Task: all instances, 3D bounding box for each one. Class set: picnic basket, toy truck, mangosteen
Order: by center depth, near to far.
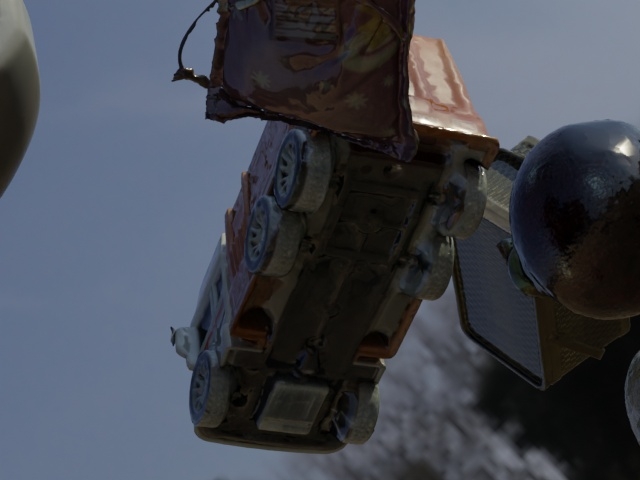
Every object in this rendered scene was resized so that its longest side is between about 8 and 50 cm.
[{"bbox_3d":[0.000,0.000,1.710,0.173,0.207,0.387,9,-51,-19],"label":"toy truck"},{"bbox_3d":[0.283,-0.012,2.019,0.216,0.216,0.216,-43,-11,-10],"label":"mangosteen"},{"bbox_3d":[0.252,0.028,2.284,0.139,0.165,0.266,-33,-46,-22],"label":"picnic basket"}]

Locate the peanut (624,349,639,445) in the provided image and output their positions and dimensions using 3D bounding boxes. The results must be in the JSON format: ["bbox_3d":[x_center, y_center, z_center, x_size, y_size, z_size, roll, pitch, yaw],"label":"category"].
[{"bbox_3d":[0.247,0.088,1.229,0.214,0.099,0.090,-33,-50,-61],"label":"peanut"}]

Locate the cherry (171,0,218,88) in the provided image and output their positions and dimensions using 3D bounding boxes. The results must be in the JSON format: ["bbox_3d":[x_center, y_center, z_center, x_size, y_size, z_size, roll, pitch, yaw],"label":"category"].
[{"bbox_3d":[-0.083,-0.263,2.021,0.107,0.090,0.225,1,-62,-41],"label":"cherry"}]

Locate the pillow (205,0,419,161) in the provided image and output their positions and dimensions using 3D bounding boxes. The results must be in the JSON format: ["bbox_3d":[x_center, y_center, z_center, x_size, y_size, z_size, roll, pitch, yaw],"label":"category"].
[{"bbox_3d":[-0.001,-0.136,0.939,0.043,0.118,0.185,-28,-56,-68],"label":"pillow"}]

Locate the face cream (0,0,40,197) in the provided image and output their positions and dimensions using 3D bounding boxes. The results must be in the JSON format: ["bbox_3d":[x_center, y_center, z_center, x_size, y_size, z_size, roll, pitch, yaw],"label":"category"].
[{"bbox_3d":[-0.368,-0.075,1.389,0.313,0.219,0.357,1,-28,-30],"label":"face cream"}]
